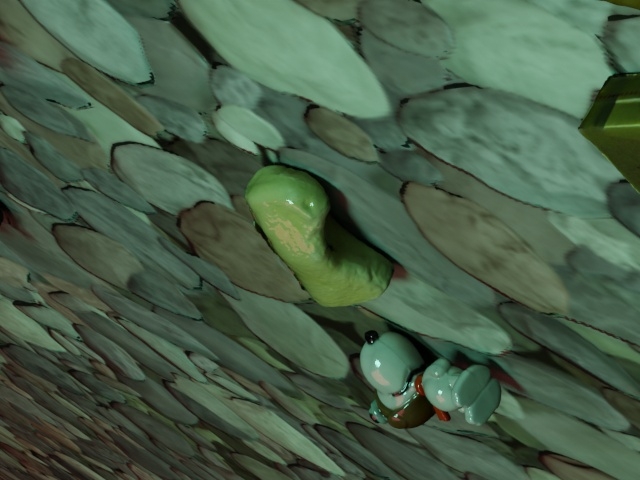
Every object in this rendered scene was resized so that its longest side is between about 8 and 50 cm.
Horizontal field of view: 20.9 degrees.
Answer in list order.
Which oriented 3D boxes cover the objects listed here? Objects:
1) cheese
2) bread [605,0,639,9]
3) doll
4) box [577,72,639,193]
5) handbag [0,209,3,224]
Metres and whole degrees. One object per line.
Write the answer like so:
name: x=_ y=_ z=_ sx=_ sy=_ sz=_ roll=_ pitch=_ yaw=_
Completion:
cheese: x=0.000 y=0.000 z=0.753 sx=0.044 sy=0.030 sz=0.083 roll=-4 pitch=141 yaw=28
bread: x=0.022 y=-0.131 z=0.284 sx=0.236 sy=0.070 sz=0.236 roll=29 pitch=162 yaw=10
doll: x=0.054 y=0.072 z=0.844 sx=0.085 sy=0.040 sz=0.058 roll=18 pitch=148 yaw=40
box: x=0.143 y=-0.014 z=0.477 sx=0.090 sy=0.023 sz=0.133 roll=39 pitch=162 yaw=-25
handbag: x=-0.248 y=-0.029 z=1.069 sx=0.111 sy=0.047 sz=0.072 roll=41 pitch=160 yaw=-34
